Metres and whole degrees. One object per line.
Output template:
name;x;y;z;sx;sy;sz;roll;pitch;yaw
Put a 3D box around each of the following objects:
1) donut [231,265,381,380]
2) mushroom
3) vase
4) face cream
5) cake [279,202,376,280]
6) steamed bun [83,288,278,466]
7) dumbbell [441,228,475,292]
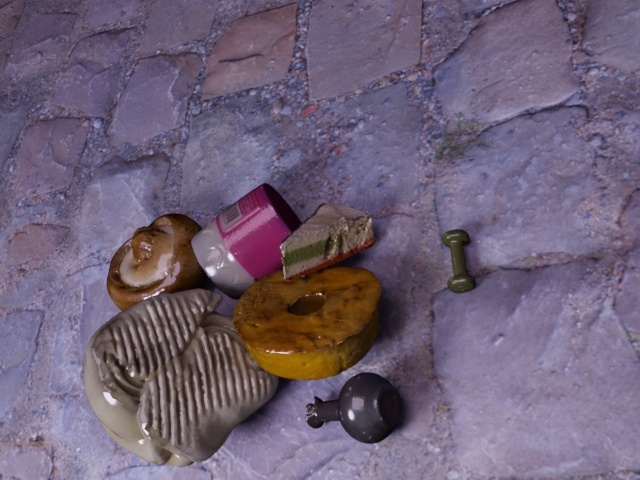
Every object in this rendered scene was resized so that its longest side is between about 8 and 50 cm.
donut;-0.017;0.149;1.326;0.278;0.108;0.277;-9;34;6
mushroom;-0.352;0.059;1.592;0.253;0.153;0.253;-16;55;24
vase;0.050;0.295;1.260;0.183;0.120;0.120;-15;56;40
face cream;-0.141;0.003;1.485;0.195;0.175;0.175;-35;52;10
cake;-0.009;-0.006;1.407;0.220;0.086;0.117;-22;28;-27
steamed bun;-0.279;0.265;1.371;0.310;0.219;0.324;45;50;7
dumbbell;0.253;0.037;1.319;0.052;0.046;0.118;-12;58;19
